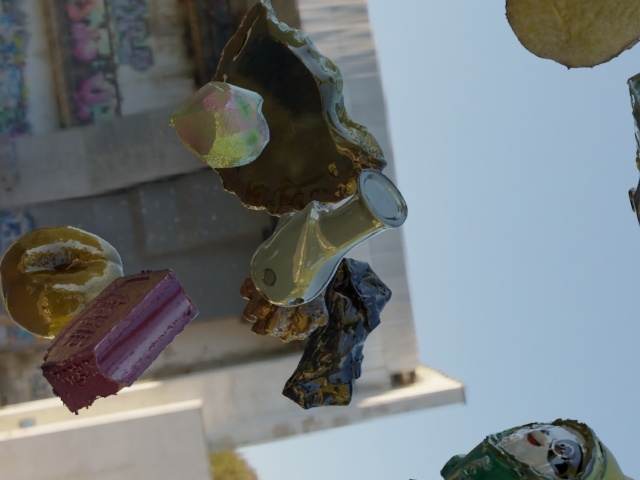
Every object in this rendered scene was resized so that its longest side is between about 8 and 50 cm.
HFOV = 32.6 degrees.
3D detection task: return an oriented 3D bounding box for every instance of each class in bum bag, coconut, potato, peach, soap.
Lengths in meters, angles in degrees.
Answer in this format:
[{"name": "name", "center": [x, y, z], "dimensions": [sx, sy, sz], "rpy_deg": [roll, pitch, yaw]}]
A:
[{"name": "bum bag", "center": [0.032, 0.146, 1.666], "dimensions": [0.069, 0.102, 0.248], "rpy_deg": [8, -110, 55]}, {"name": "coconut", "center": [-0.085, -0.103, 0.973], "dimensions": [0.082, 0.081, 0.083], "rpy_deg": [50, -10, 20]}, {"name": "potato", "center": [0.403, -0.406, 1.616], "dimensions": [0.116, 0.239, 0.299], "rpy_deg": [-49, 151, -41]}, {"name": "peach", "center": [-0.514, 0.080, 2.179], "dimensions": [0.153, 0.251, 0.251], "rpy_deg": [96, -18, -52]}, {"name": "soap", "center": [-0.312, 0.154, 1.661], "dimensions": [0.162, 0.250, 0.099], "rpy_deg": [-9, -61, 40]}]

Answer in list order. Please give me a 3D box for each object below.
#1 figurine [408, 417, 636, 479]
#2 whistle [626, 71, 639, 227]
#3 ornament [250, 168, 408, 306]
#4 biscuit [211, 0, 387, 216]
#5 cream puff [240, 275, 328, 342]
[{"name": "figurine", "center": [0.313, 0.409, 1.697], "dimensions": [0.323, 0.340, 0.231], "rpy_deg": [-140, -143, -64]}, {"name": "whistle", "center": [0.443, -0.042, 1.293], "dimensions": [0.188, 0.404, 0.168], "rpy_deg": [-37, -136, 34]}, {"name": "ornament", "center": [0.000, 0.000, 1.007], "dimensions": [0.081, 0.156, 0.075], "rpy_deg": [55, 28, 1]}, {"name": "biscuit", "center": [-0.042, -0.188, 1.695], "dimensions": [0.078, 0.335, 0.329], "rpy_deg": [-22, 128, -58]}, {"name": "cream puff", "center": [-0.038, 0.070, 1.385], "dimensions": [0.122, 0.116, 0.094], "rpy_deg": [-55, -172, -37]}]
